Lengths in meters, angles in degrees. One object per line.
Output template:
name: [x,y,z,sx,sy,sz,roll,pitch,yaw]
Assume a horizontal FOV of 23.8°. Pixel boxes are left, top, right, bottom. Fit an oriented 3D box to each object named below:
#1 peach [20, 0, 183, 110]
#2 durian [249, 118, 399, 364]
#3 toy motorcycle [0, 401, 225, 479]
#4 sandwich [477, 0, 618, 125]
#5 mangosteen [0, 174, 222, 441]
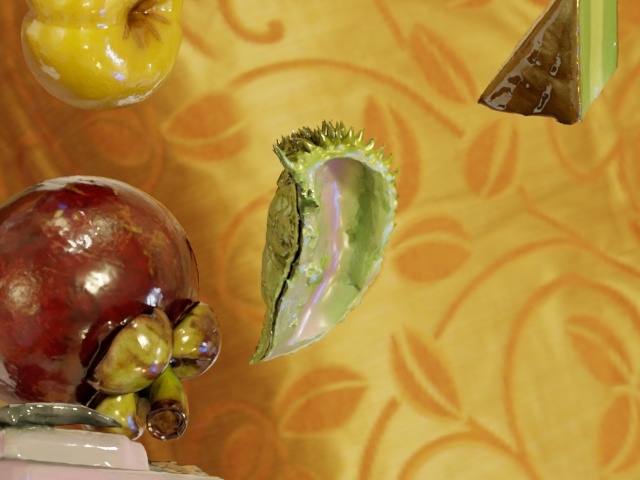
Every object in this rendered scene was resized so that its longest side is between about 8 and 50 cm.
peach: [-0.184,-0.195,1.284,0.179,0.103,0.179,11,90,-67]
durian: [0.000,0.000,1.852,0.158,0.352,0.169,17,36,8]
toy motorcycle: [-0.187,0.123,0.552,0.327,0.188,0.143,-3,94,-20]
sandwich: [0.143,-0.143,0.966,0.074,0.074,0.116,-53,147,-38]
mangosteen: [-0.185,0.066,1.254,0.215,0.215,0.257,-15,44,-36]
